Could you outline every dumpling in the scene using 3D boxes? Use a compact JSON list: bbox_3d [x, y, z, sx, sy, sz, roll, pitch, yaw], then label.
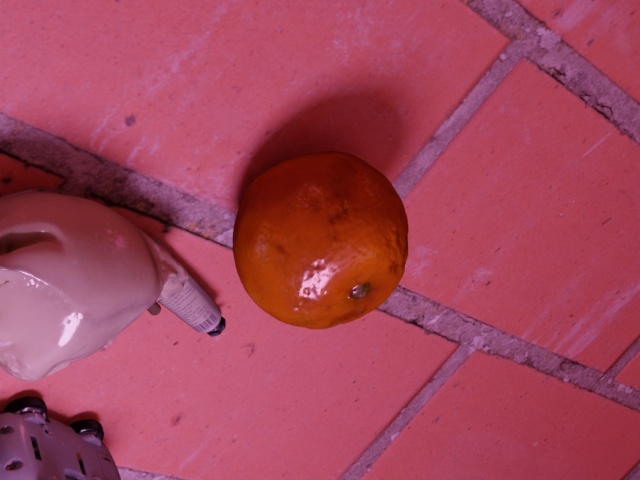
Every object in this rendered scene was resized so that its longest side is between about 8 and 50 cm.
[{"bbox_3d":[-0.372,0.067,1.619,0.315,0.233,0.395,-25,168,36],"label":"dumpling"}]

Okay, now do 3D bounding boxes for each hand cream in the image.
[{"bbox_3d":[-0.215,0.075,1.828,0.080,0.050,0.234,-33,137,7],"label":"hand cream"}]

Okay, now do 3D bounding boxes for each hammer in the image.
[{"bbox_3d":[-0.291,0.110,1.807,0.110,0.019,0.035,-20,146,6],"label":"hammer"}]

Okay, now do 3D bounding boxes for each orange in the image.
[{"bbox_3d":[0.000,0.000,1.771,0.261,0.261,0.261,-21,138,-20],"label":"orange"}]

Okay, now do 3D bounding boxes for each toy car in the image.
[{"bbox_3d":[-0.435,0.381,1.859,0.212,0.180,0.270,-38,141,16],"label":"toy car"}]
